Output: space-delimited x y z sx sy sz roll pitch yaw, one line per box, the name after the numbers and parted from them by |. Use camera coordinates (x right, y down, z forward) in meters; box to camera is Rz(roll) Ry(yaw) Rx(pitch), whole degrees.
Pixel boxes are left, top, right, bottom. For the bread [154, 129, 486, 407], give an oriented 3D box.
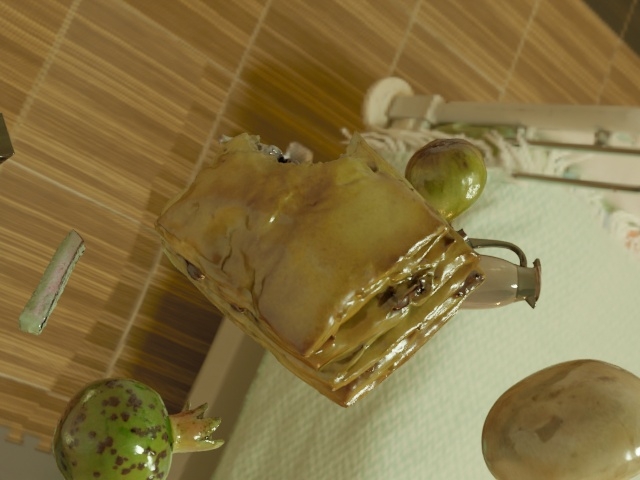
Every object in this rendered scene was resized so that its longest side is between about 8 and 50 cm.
0.000 0.000 1.195 0.314 0.191 0.370 -42 78 -10 | bread

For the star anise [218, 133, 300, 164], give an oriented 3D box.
-0.108 -0.158 1.994 0.262 0.230 0.081 42 83 -22 | star anise

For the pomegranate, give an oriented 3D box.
-0.332 0.333 1.642 0.285 0.231 0.231 -32 115 -31 | pomegranate

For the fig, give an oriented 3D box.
0.207 -0.108 1.558 0.153 0.136 0.121 -54 127 -18 | fig

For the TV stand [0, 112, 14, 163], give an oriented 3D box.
-0.652 -0.145 1.528 0.269 0.088 0.083 -16 88 -44 | TV stand

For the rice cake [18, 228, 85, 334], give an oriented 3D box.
-0.355 0.053 1.243 0.033 0.208 0.033 20 124 -8 | rice cake

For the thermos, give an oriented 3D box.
0.297 0.059 1.657 0.193 0.105 0.137 1 61 1 | thermos

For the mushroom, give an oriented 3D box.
0.422 0.344 1.497 0.297 0.297 0.290 -26 93 -32 | mushroom
